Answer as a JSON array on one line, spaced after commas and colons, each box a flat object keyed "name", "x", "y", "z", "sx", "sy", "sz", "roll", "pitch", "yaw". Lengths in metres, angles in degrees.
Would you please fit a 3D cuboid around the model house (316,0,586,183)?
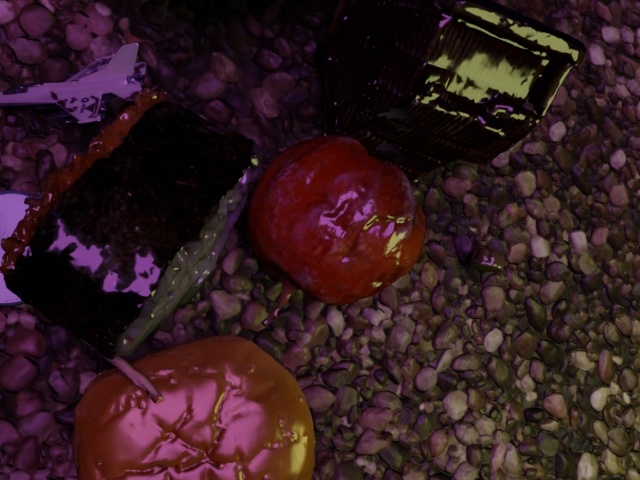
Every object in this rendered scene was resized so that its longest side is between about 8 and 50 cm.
[{"name": "model house", "x": 0.166, "y": -0.227, "z": 0.929, "sx": 0.317, "sy": 0.297, "sz": 0.282, "roll": 10, "pitch": 111, "yaw": -28}]

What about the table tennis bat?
[{"name": "table tennis bat", "x": -0.381, "y": -0.018, "z": 0.799, "sx": 0.149, "sy": 0.038, "sz": 0.237, "roll": 46, "pitch": 77, "yaw": -5}]

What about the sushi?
[{"name": "sushi", "x": -0.221, "y": -0.019, "z": 0.739, "sx": 0.208, "sy": 0.234, "sz": 0.348, "roll": 32, "pitch": 42, "yaw": -4}]

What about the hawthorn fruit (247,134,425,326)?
[{"name": "hawthorn fruit", "x": 0.000, "y": 0.000, "z": 0.812, "sx": 0.242, "sy": 0.242, "sz": 0.271, "roll": 42, "pitch": 82, "yaw": -7}]

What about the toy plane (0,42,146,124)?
[{"name": "toy plane", "x": -0.332, "y": -0.195, "z": 0.812, "sx": 0.234, "sy": 0.082, "sz": 0.160, "roll": -17, "pitch": 47, "yaw": 9}]

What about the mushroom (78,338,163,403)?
[{"name": "mushroom", "x": -0.289, "y": 0.109, "z": 0.723, "sx": 0.286, "sy": 0.028, "sz": 0.026, "roll": 33, "pitch": 90, "yaw": 20}]

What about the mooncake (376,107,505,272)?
[{"name": "mooncake", "x": 0.182, "y": -0.048, "z": 0.880, "sx": 0.150, "sy": 0.346, "sz": 0.057, "roll": 4, "pitch": 57, "yaw": 23}]

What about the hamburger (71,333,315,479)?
[{"name": "hamburger", "x": -0.150, "y": 0.269, "z": 0.760, "sx": 0.319, "sy": 0.158, "sz": 0.318, "roll": 1, "pitch": 84, "yaw": -13}]
